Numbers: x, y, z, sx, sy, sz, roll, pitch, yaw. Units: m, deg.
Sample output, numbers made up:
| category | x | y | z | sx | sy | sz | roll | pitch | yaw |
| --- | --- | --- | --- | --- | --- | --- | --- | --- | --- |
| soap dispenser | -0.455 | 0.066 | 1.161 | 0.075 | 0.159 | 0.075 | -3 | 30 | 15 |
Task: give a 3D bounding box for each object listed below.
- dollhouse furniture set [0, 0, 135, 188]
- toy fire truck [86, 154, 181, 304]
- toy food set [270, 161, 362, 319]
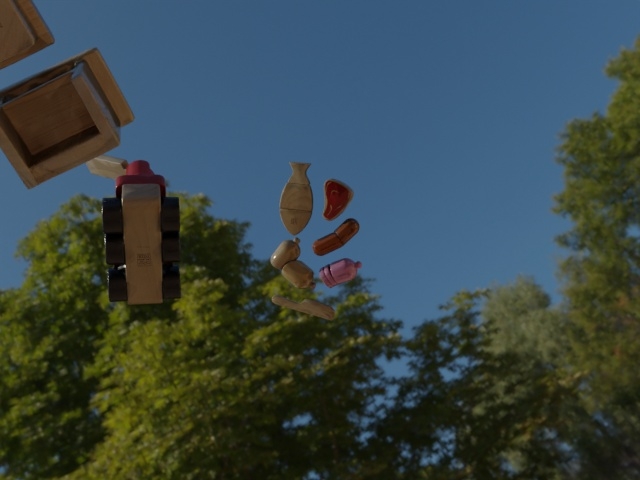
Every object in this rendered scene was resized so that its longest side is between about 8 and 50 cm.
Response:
| category | x | y | z | sx | sy | sz | roll | pitch | yaw |
| --- | --- | --- | --- | --- | --- | --- | --- | --- | --- |
| dollhouse furniture set | -0.193 | -0.099 | 0.335 | 0.161 | 0.101 | 0.181 | -25 | -63 | -2 |
| toy fire truck | -0.320 | -0.041 | 1.356 | 0.159 | 0.246 | 0.217 | -2 | -52 | -11 |
| toy food set | 0.000 | 0.000 | 0.669 | 0.019 | 0.078 | 0.122 | -25 | -51 | -72 |
